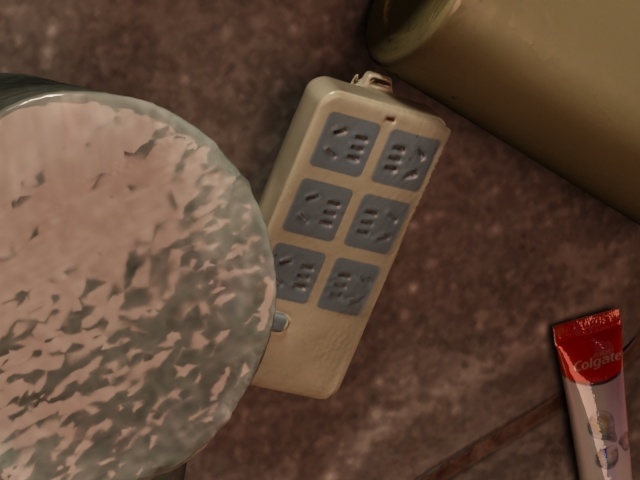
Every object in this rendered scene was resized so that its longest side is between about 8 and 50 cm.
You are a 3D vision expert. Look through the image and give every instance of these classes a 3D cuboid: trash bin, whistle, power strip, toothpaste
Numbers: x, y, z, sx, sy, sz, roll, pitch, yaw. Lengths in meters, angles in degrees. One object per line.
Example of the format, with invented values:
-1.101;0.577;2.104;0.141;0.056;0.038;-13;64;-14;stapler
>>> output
0.180;-0.145;1.109;0.247;0.121;0.243;28;89;-26;trash bin
-0.190;-0.025;0.931;0.405;0.168;0.188;38;83;-23;whistle
0.000;0.000;1.079;0.081;0.035;0.192;14;109;-29;power strip
0.175;0.138;1.219;0.048;0.031;0.190;-13;104;-19;toothpaste
